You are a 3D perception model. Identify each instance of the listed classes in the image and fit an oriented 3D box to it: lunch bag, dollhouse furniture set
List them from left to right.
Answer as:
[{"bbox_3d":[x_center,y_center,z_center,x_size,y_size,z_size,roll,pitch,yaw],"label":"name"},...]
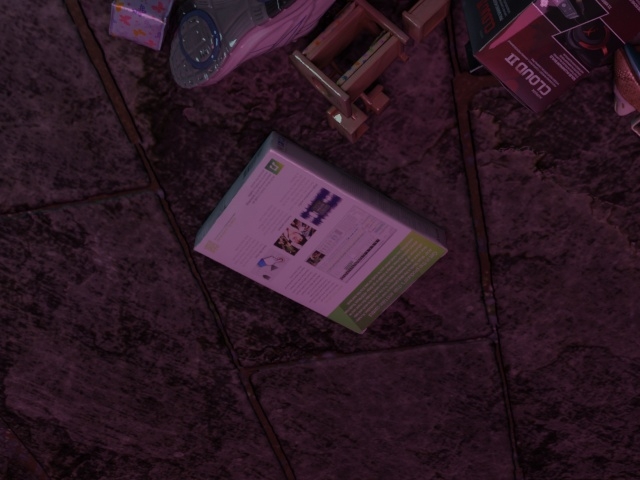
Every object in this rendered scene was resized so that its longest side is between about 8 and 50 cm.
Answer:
[{"bbox_3d":[-0.228,-0.279,0.978,0.071,0.053,0.083,17,154,-11],"label":"lunch bag"},{"bbox_3d":[0.065,-0.243,1.002,0.182,0.161,0.101,-45,77,-5],"label":"dollhouse furniture set"}]

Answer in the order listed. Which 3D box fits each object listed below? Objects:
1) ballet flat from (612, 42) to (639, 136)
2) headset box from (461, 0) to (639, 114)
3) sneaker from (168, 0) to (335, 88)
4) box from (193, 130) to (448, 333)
[{"bbox_3d":[0.431,-0.174,1.022,0.206,0.073,0.067,39,136,-21],"label":"ballet flat"},{"bbox_3d":[0.274,-0.290,0.835,0.110,0.218,0.293,36,123,-22],"label":"headset box"},{"bbox_3d":[-0.074,-0.263,0.944,0.297,0.110,0.129,-20,171,40],"label":"sneaker"},{"bbox_3d":[0.000,0.000,1.196,0.322,0.058,0.232,30,125,-18],"label":"box"}]
